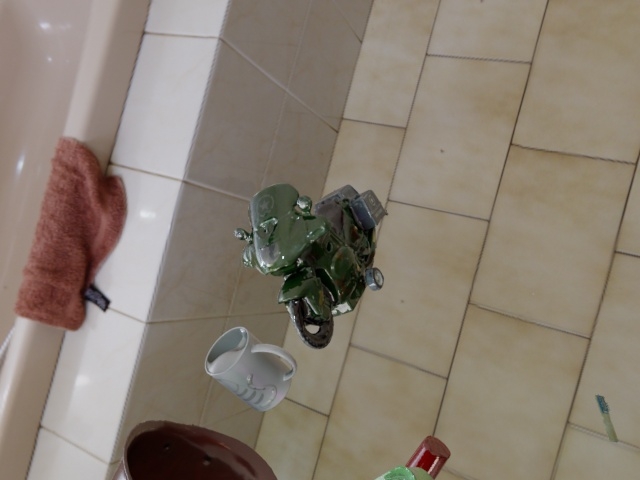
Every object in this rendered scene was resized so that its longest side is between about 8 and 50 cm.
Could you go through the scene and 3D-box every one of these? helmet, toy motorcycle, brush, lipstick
[{"bbox_3d":[-0.241,0.511,0.865,0.338,0.385,0.230,33,86,11],"label":"helmet"},{"bbox_3d":[0.000,0.000,0.622,0.125,0.274,0.187,-22,102,29],"label":"toy motorcycle"},{"bbox_3d":[0.493,0.304,0.841,0.017,0.013,0.083,9,47,-2],"label":"brush"},{"bbox_3d":[0.186,0.555,1.072,0.073,0.073,0.279,34,106,23],"label":"lipstick"}]

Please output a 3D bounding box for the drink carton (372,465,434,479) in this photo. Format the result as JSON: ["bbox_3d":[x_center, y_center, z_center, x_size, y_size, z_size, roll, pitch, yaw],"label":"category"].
[{"bbox_3d":[0.151,0.488,0.883,0.144,0.142,0.146,-37,67,13],"label":"drink carton"}]

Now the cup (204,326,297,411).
[{"bbox_3d":[-0.114,0.229,0.855,0.136,0.133,0.099,2,49,50],"label":"cup"}]
